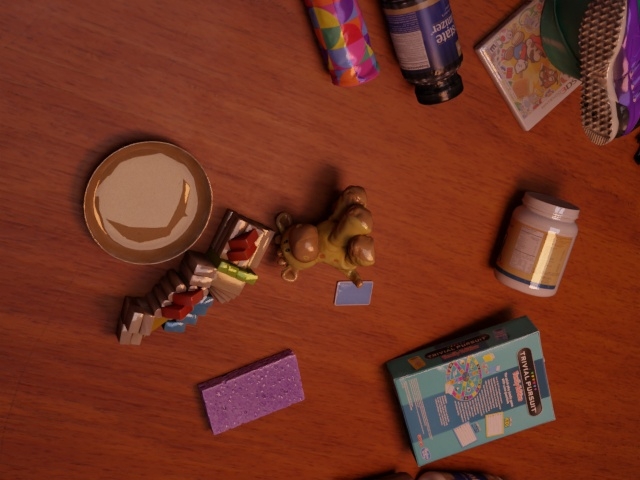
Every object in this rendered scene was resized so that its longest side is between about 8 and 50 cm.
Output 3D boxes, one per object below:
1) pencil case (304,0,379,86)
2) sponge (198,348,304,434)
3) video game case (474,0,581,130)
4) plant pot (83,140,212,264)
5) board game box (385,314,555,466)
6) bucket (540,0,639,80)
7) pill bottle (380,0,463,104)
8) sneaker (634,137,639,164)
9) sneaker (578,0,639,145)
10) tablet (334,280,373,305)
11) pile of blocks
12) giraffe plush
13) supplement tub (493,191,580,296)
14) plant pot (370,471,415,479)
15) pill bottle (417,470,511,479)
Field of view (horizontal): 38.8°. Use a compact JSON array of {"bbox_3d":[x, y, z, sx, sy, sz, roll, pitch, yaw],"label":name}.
[{"bbox_3d":[0.037,-0.400,1.658,0.104,0.104,0.236,-25,119,-13],"label":"pencil case"},{"bbox_3d":[-0.141,0.316,1.896,0.210,0.031,0.117,-20,116,-16],"label":"sponge"},{"bbox_3d":[0.449,-0.375,1.882,0.206,0.026,0.227,-42,119,-4],"label":"video game case"},{"bbox_3d":[-0.316,-0.071,1.671,0.236,0.032,0.236,-8,112,-19],"label":"plant pot"},{"bbox_3d":[0.340,0.339,2.048,0.336,0.079,0.254,-18,117,-3],"label":"board game box"},{"bbox_3d":[0.586,-0.427,1.802,0.281,0.183,0.281,-9,113,-21],"label":"bucket"},{"bbox_3d":[0.200,-0.375,1.721,0.122,0.123,0.219,-27,118,-11],"label":"pill bottle"},{"bbox_3d":[0.753,-0.171,2.072,0.074,0.063,0.170,-16,110,-17],"label":"sneaker"},{"bbox_3d":[0.563,-0.331,1.674,0.146,0.102,0.293,-16,121,-20],"label":"sneaker"},{"bbox_3d":[0.070,0.111,1.921,0.083,0.006,0.054,0,109,-24],"label":"tablet"},{"bbox_3d":[-0.225,0.098,1.729,0.362,0.112,0.149,-40,120,-4],"label":"pile of blocks"},{"bbox_3d":[0.000,0.000,1.781,0.170,0.181,0.210,-2,146,-12],"label":"giraffe plush"},{"bbox_3d":[0.471,0.007,1.971,0.144,0.144,0.200,9,106,-26],"label":"supplement tub"},{"bbox_3d":[0.139,0.609,2.063,0.165,0.167,0.167,-15,115,-26],"label":"plant pot"},{"bbox_3d":[0.362,0.631,2.162,0.264,0.153,0.153,10,106,-27],"label":"pill bottle"}]
